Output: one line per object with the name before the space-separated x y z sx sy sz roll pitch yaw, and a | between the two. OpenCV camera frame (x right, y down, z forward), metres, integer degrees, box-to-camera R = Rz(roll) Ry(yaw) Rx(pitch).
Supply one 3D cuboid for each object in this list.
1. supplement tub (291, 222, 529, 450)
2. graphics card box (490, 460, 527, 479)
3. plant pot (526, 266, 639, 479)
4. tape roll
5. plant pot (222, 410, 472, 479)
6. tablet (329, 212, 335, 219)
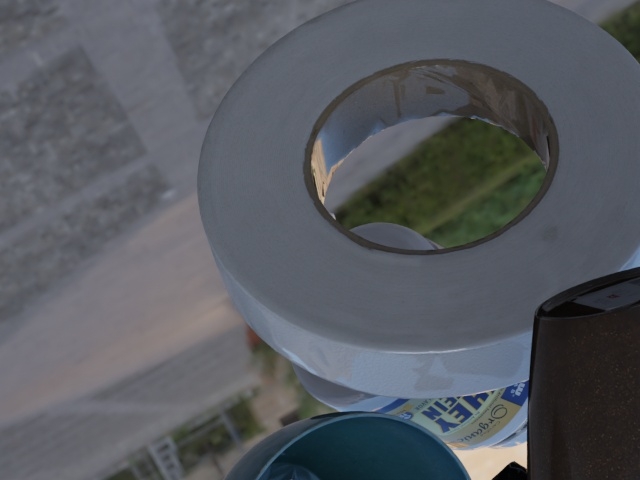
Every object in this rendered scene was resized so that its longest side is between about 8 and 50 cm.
supplement tub | 0.138 0.127 1.904 0.228 0.228 0.316 -32 143 30
graphics card box | 0.158 0.376 1.193 0.233 0.371 0.094 -40 -146 -14
plant pot | 0.208 0.136 0.920 0.215 0.230 0.215 -16 -173 2
tape roll | 0.093 -0.050 1.285 0.392 0.392 0.072 -29 144 -12
plant pot | -0.005 0.309 1.607 0.290 0.290 0.195 -28 -166 -24
tablet | 0.000 0.000 1.370 0.006 0.054 0.083 -8 174 21
